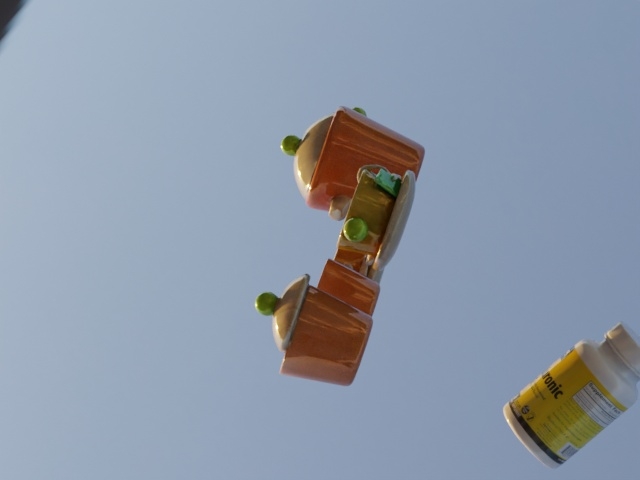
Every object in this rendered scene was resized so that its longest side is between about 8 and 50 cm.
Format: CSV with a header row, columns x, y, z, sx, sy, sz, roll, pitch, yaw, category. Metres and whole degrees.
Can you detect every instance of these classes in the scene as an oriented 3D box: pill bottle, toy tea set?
x,y,z,sx,sy,sz,roll,pitch,yaw,category
0.203,0.117,1.438,0.116,0.065,0.065,-42,-138,11,pill bottle
0.000,0.000,1.574,0.336,0.124,0.200,-68,177,-77,toy tea set
